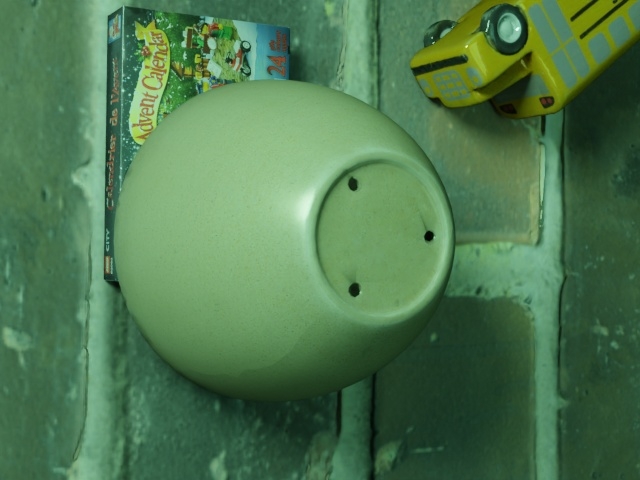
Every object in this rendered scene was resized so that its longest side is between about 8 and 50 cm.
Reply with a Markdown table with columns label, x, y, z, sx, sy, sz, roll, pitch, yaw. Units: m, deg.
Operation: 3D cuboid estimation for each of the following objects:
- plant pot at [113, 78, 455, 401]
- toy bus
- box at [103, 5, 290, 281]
| label | x | y | z | sx | sy | sz | roll | pitch | yaw |
| --- | --- | --- | --- | --- | --- | --- | --- | --- | --- |
| plant pot | 0.000 | 0.000 | 0.881 | 0.284 | 0.191 | 0.284 | 0 | 90 | -30 |
| toy bus | 0.250 | -0.234 | 1.120 | 0.333 | 0.108 | 0.130 | -41 | 109 | -24 |
| box | -0.107 | -0.079 | 0.956 | 0.159 | 0.044 | 0.233 | 1 | 89 | -29 |
